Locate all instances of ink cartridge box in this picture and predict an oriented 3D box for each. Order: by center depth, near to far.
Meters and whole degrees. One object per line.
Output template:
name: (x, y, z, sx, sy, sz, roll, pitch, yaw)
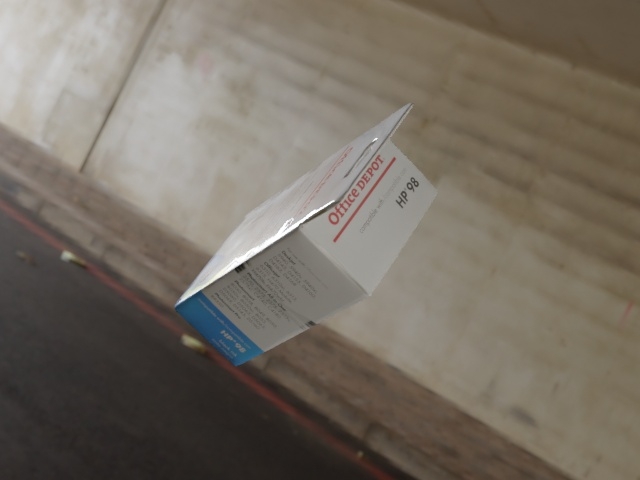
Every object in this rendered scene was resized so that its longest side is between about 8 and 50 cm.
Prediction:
ink cartridge box: (0.000, 0.000, 0.749, 0.060, 0.104, 0.180, 46, -42, -11)
